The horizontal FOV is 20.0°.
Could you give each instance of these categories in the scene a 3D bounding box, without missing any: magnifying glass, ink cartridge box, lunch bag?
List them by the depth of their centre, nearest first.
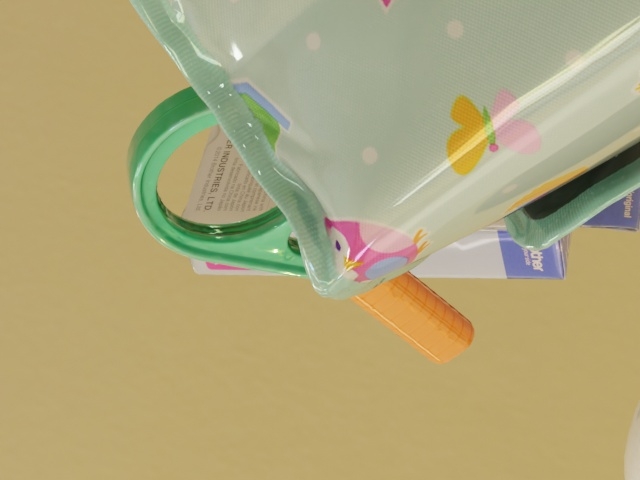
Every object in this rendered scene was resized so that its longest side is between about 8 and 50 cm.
[{"bbox_3d":[0.095,-0.105,0.595,0.223,0.160,0.262,-35,173,24],"label":"lunch bag"},{"bbox_3d":[0.000,0.000,0.848,0.231,0.092,0.026,37,23,-44],"label":"magnifying glass"},{"bbox_3d":[0.073,-0.058,1.250,0.065,0.311,0.186,71,25,-44],"label":"ink cartridge box"}]

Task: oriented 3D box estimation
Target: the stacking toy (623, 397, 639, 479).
[{"bbox_3d":[0.342,0.008,0.701,0.351,0.479,0.350,59,6,-11],"label":"stacking toy"}]
